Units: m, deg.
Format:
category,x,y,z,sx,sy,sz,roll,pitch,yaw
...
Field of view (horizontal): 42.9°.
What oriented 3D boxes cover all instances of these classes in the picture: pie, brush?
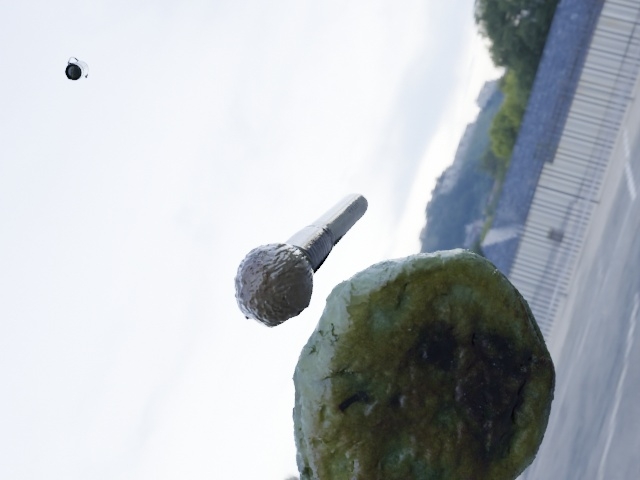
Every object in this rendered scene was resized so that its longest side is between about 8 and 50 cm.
category,x,y,z,sx,sy,sz,roll,pitch,yaw
pie,0.116,0.163,0.852,0.070,0.323,0.323,-150,76,-72
brush,0.000,0.000,0.536,0.299,0.039,0.042,-42,-58,-74

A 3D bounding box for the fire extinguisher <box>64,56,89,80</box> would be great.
category,x,y,z,sx,sy,sz,roll,pitch,yaw
fire extinguisher,-0.364,-0.258,1.221,0.083,0.025,0.038,-109,-6,-74
